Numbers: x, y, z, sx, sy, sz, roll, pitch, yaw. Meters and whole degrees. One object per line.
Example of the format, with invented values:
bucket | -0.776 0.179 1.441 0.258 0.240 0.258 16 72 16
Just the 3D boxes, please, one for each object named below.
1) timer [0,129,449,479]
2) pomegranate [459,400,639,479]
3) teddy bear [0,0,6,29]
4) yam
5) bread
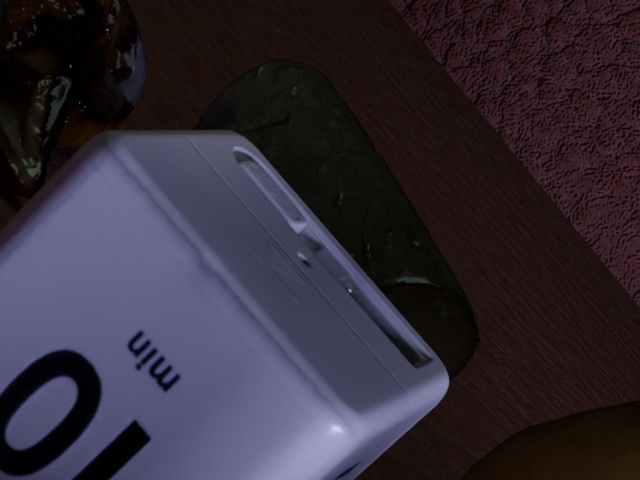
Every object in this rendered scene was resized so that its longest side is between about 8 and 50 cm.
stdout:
timer | -0.080 0.074 0.956 0.192 0.195 0.194 49 15 10
pomegranate | 0.214 0.222 1.113 0.342 0.342 0.342 42 16 -15
teddy bear | -0.260 -0.116 1.110 0.251 0.144 0.171 -126 -154 -86
yam | 0.000 0.000 1.417 0.161 0.161 0.268 29 22 -47
bread | -0.191 -0.125 1.329 0.269 0.095 0.139 -49 134 -68
